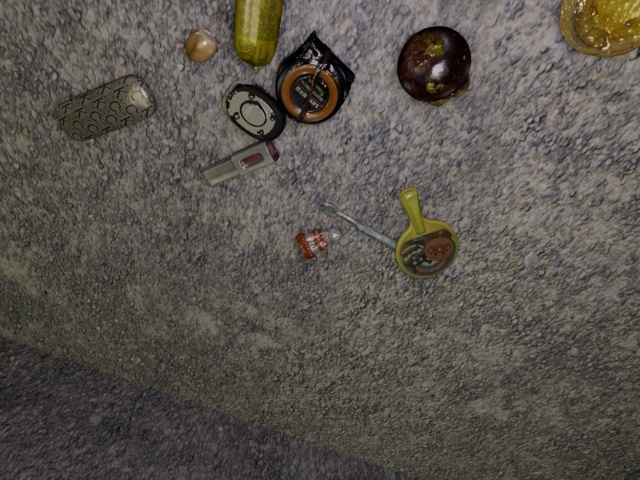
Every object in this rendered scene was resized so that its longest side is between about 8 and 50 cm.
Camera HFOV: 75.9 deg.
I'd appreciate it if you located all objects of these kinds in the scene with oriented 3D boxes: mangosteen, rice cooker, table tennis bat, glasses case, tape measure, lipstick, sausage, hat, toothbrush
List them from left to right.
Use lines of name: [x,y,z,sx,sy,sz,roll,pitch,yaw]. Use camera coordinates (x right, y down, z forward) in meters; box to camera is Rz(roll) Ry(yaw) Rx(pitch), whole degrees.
glasses case: [-0.692,-0.421,1.322,0.355,0.085,0.137,-12,121,17]
lipstick: [-0.266,-0.258,1.364,0.253,0.077,0.078,-17,118,20]
rice cooker: [-0.199,-0.387,1.235,0.203,0.118,0.142,35,107,-11]
sausage: [-0.159,-0.623,1.075,0.123,0.123,0.347,14,124,0]
tape measure: [-0.024,-0.444,1.170,0.202,0.135,0.223,34,125,-25]
hat: [0.000,0.000,1.499,0.162,0.093,0.112,-26,127,4]
toothbrush: [0.181,-0.027,1.467,0.414,0.042,0.035,27,123,-11]
table tennis bat: [0.355,-0.019,1.428,0.224,0.054,0.368,-20,117,8]
mangosteen: [0.309,-0.450,1.095,0.192,0.192,0.217,-26,154,24]

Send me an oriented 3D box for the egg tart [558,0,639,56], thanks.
egg tart: [0.714,-0.587,0.967,0.291,0.107,0.290,4,129,5]

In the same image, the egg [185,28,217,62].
egg: [-0.345,-0.554,1.178,0.096,0.080,0.080,-38,110,26]
